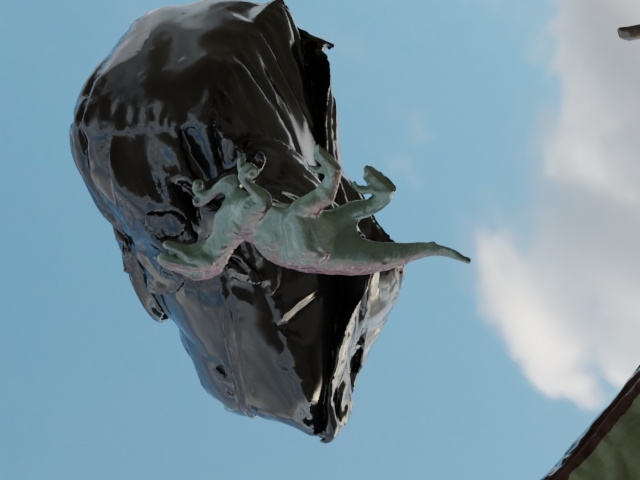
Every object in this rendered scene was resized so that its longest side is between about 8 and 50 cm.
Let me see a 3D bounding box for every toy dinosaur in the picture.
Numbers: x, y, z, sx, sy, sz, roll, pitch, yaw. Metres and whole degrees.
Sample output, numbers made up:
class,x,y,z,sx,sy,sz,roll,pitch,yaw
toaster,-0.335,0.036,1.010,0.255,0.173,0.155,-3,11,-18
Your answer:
class,x,y,z,sx,sy,sz,roll,pitch,yaw
toy dinosaur,0.000,0.000,1.493,0.242,0.167,0.053,24,-156,-5

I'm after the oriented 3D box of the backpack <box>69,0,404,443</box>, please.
class,x,y,z,sx,sy,sz,roll,pitch,yaw
backpack,-0.065,-0.015,1.784,0.363,0.255,0.446,-70,-35,-58

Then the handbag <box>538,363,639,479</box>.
class,x,y,z,sx,sy,sz,roll,pitch,yaw
handbag,0.265,0.209,1.352,0.213,0.235,0.127,49,169,-19

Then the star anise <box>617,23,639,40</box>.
class,x,y,z,sx,sy,sz,roll,pitch,yaw
star anise,0.365,-0.305,1.579,0.148,0.218,0.227,41,-133,-27
